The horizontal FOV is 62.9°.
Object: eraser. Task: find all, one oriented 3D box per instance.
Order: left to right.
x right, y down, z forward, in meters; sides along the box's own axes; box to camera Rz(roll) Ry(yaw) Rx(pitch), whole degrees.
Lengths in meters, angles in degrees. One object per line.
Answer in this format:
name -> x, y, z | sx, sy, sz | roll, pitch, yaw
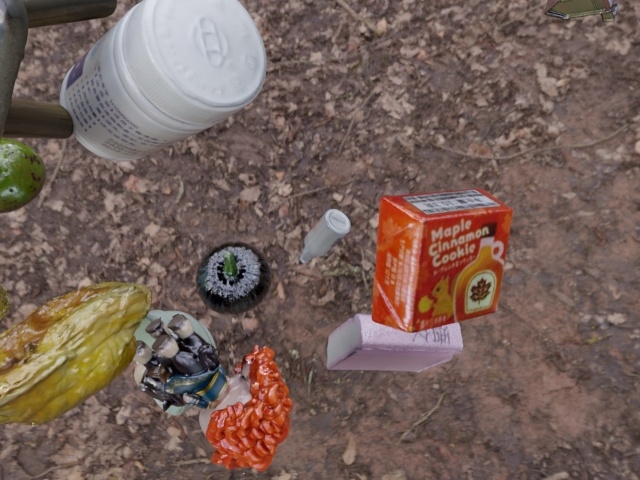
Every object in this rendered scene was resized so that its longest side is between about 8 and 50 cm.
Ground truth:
eraser -> 0.228, 0.335, 1.681 | 0.359, 0.272, 0.122 | 8, 62, -21

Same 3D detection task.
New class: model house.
model house -> 0.259, -0.255, 0.510 | 0.058, 0.057, 0.083 | 8, 79, 42

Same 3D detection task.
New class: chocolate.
chocolate -> 0.215, 0.035, 0.922 | 0.237, 0.108, 0.234 | -6, 109, -27

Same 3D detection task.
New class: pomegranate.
pomegranate -> -0.868, -0.200, 1.409 | 0.231, 0.286, 0.231 | 12, 51, -16

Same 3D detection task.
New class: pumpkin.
pumpkin -> -0.283, 0.108, 1.675 | 0.248, 0.248, 0.248 | 3, 66, -7

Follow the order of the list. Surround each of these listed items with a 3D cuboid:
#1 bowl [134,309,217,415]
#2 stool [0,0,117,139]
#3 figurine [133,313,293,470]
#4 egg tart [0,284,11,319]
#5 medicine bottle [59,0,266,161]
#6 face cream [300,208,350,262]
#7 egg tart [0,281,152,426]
bowl -> -0.412, 0.335, 1.518 | 0.163, 0.307, 0.307 | -17, 67, -42
stool -> -0.470, -0.276, 0.688 | 0.310, 0.310, 0.226 | 37, 32, -1
figurine -> -0.245, 0.336, 1.175 | 0.412, 0.306, 0.241 | 30, 30, -7
egg tart -> -0.513, 0.077, 0.744 | 0.130, 0.052, 0.130 | 23, 26, -12
medicine bottle -> -0.250, -0.244, 0.804 | 0.190, 0.332, 0.190 | 7, 80, -43
face cream -> 0.000, 0.000, 1.807 | 0.101, 0.251, 0.101 | 18, 50, -23
egg tart -> -0.468, 0.203, 0.927 | 0.351, 0.339, 0.153 | -47, 117, -43
